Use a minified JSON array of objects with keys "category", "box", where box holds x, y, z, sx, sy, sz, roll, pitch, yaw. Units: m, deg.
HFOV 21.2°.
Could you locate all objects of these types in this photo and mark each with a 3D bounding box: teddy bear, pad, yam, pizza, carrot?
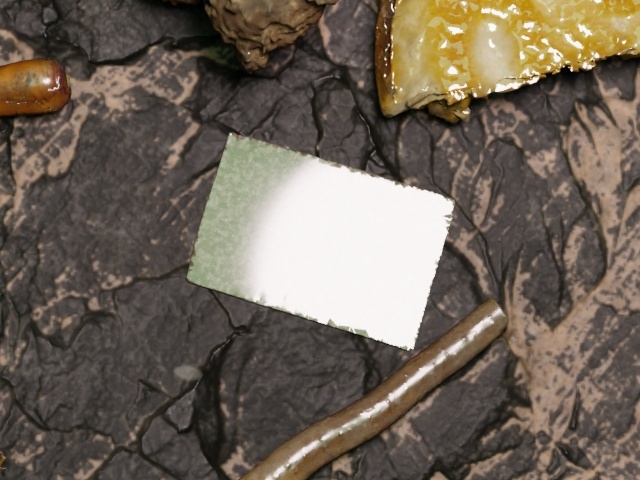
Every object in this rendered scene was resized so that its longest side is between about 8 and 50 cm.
[{"category":"teddy bear","box":[-0.103,-0.320,1.612,0.296,0.222,0.246,44,120,-9]},{"category":"pad","box":[0.000,0.000,1.672,0.235,0.003,0.158,17,81,0]},{"category":"yam","box":[0.042,0.164,1.629,0.327,0.045,0.045,-36,117,-9]},{"category":"pizza","box":[0.230,-0.339,1.698,0.435,0.080,0.391,-13,82,-5]},{"category":"carrot","box":[-0.322,-0.141,1.662,0.161,0.055,0.055,-9,81,4]}]

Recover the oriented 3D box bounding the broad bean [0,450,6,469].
[{"category":"broad bean","box":[-0.452,0.209,1.605,0.292,0.049,0.144,23,75,-1]}]
